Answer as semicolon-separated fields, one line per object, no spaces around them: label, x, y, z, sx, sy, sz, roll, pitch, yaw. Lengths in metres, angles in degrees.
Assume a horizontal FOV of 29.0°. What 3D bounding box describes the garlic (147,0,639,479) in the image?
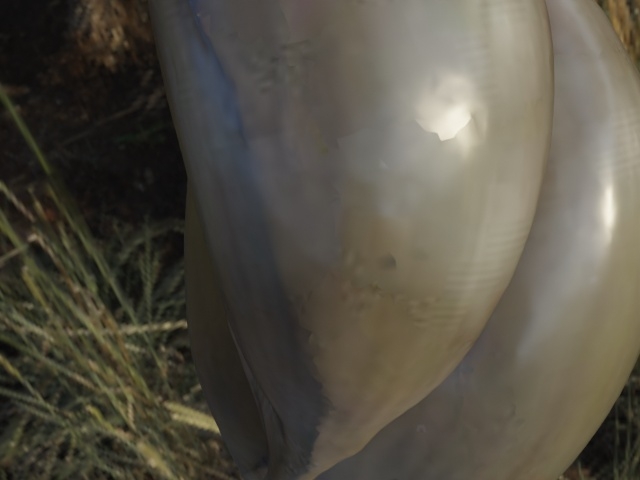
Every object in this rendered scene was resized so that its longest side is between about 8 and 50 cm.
garlic;0.000;0.000;0.491;0.246;0.340;0.231;15;11;25
